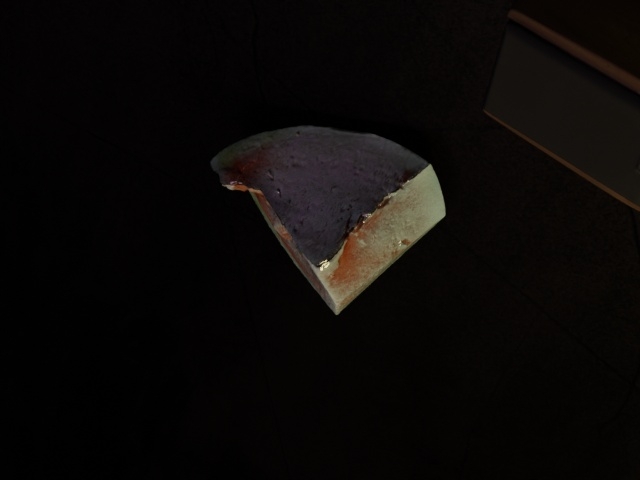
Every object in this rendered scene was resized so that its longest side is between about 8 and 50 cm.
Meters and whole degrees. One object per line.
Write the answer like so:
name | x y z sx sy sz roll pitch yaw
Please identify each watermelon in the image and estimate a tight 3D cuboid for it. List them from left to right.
watermelon | 0.000 0.000 1.748 0.320 0.213 0.289 9 128 7

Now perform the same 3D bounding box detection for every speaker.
speaker | 0.314 -0.173 1.369 0.231 0.192 0.153 35 144 20
